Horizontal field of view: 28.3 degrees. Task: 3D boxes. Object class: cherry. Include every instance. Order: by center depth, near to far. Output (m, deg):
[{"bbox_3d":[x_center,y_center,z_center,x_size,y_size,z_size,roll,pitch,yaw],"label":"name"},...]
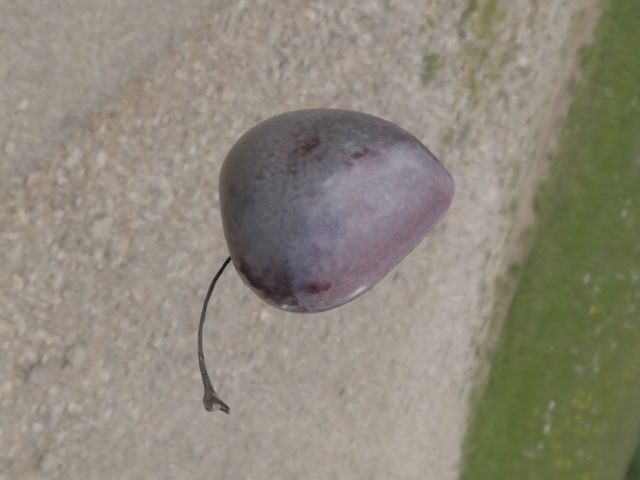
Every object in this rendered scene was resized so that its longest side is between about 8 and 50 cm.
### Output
[{"bbox_3d":[0.007,0.001,0.743,0.188,0.148,0.115,-100,-162,-49],"label":"cherry"}]
